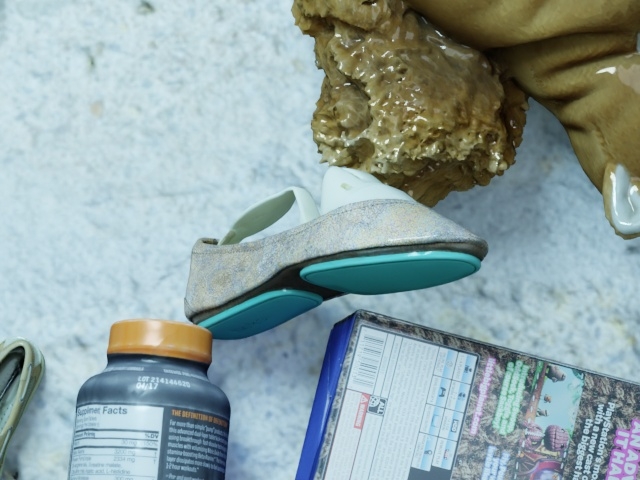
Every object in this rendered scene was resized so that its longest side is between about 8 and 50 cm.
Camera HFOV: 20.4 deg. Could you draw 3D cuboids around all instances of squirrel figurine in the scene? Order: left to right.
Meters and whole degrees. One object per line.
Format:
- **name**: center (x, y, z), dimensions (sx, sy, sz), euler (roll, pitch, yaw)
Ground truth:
- **squirrel figurine**: center (0.177, -0.173, 1.510), dimensions (0.397, 0.281, 0.370), euler (-25, 107, 18)

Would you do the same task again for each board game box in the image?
- **board game box**: center (0.131, 0.209, 1.491), dimensions (0.291, 0.141, 0.232), euler (16, 81, -5)

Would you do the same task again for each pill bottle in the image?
- **pill bottle**: center (-0.142, 0.190, 1.457), dimensions (0.130, 0.130, 0.246), euler (7, 75, -7)

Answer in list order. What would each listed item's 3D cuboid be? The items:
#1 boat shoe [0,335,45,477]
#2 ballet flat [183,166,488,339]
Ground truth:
- **boat shoe**: center (-0.290, 0.166, 1.476), dimensions (0.068, 0.072, 0.190), euler (22, 81, -4)
- **ballet flat**: center (0.000, 0.000, 1.439), dimensions (0.107, 0.316, 0.106), euler (18, 65, -45)
